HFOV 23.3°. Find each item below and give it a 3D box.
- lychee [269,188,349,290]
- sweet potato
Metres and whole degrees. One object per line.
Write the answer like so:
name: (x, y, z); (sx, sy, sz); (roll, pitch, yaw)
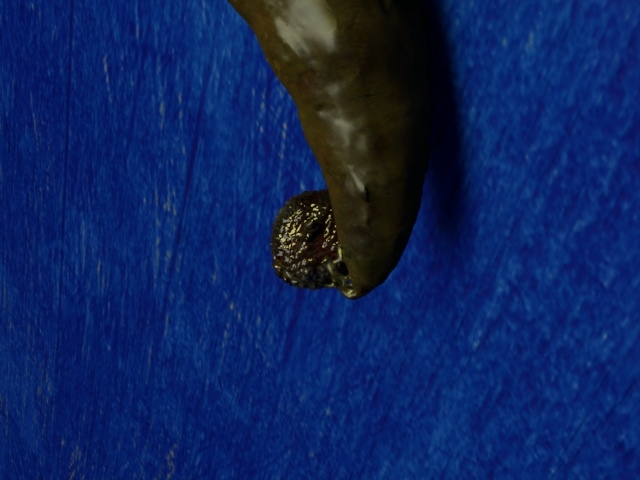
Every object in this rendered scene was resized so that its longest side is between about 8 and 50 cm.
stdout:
lychee: (0.000, 0.000, 1.033); (0.083, 0.067, 0.068); (96, -169, -73)
sweet potato: (-0.020, -0.172, 0.891); (0.130, 0.131, 0.422); (-8, 107, 64)
